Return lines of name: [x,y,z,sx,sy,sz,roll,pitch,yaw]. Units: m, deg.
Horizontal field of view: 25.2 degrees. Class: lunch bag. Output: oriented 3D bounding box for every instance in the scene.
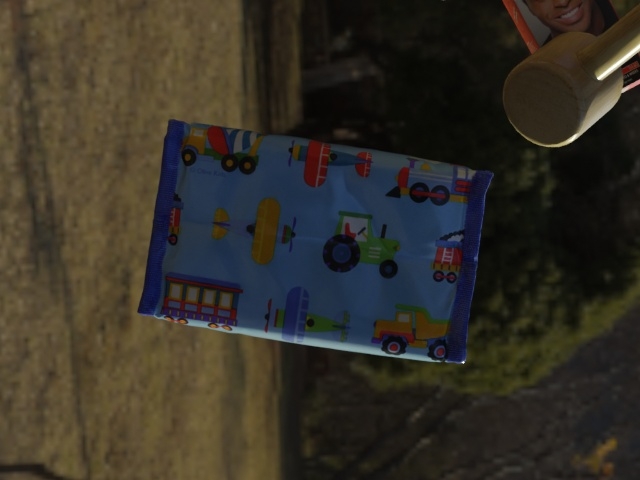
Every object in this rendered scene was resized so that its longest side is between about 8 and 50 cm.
lunch bag: [0.000,0.000,1.084,0.293,0.221,0.138,-37,136,-89]

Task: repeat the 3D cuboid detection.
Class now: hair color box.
hair color box: [0.204,-0.178,1.177,0.141,0.072,0.043,62,1,4]

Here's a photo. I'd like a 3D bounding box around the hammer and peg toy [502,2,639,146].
hammer and peg toy: [0.141,-0.259,0.851,0.127,0.266,0.361,-37,100,-49]
